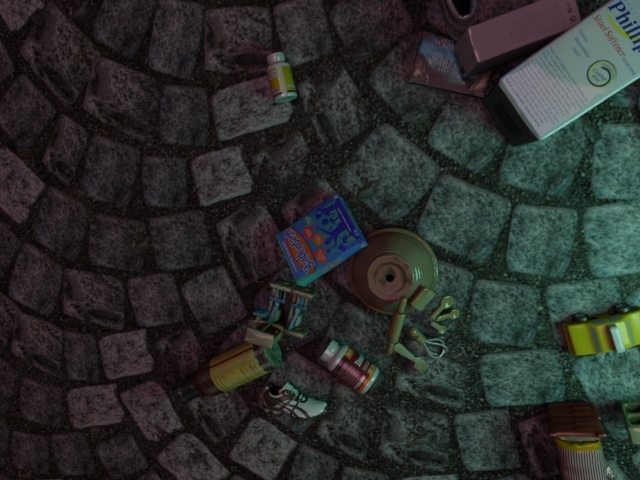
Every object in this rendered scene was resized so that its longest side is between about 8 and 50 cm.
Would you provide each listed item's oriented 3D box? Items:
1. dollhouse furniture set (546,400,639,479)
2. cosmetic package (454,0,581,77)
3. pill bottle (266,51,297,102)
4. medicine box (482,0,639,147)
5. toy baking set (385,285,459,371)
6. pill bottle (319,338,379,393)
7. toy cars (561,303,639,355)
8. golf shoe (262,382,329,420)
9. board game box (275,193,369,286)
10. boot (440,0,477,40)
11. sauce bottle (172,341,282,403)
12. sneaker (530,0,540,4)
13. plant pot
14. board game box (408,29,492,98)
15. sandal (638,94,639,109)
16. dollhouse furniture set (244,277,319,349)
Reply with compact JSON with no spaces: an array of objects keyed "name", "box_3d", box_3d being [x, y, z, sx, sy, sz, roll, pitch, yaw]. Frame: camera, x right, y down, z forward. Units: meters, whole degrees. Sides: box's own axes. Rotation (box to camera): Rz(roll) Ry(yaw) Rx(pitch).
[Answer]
[{"name":"dollhouse furniture set","box_3d":[0.733,0.488,1.032,0.374,0.152,0.201,-13,94,26]},{"name":"cosmetic package","box_3d":[0.430,-0.454,1.006,0.231,0.117,0.085,-19,92,2]},{"name":"pill bottle","box_3d":[-0.105,-0.426,1.185,0.065,0.065,0.116,-12,95,15]},{"name":"medicine box","box_3d":[0.518,-0.340,0.944,0.289,0.263,0.149,-35,89,15]},{"name":"toy baking set","box_3d":[0.258,0.236,1.156,0.197,0.030,0.256,8,110,-21]},{"name":"pill bottle","box_3d":[0.076,0.341,1.236,0.152,0.086,0.086,35,104,6]},{"name":"toy cars","box_3d":[0.780,0.266,1.057,0.394,0.087,0.176,25,103,9]},{"name":"golf shoe","box_3d":[-0.074,0.456,1.294,0.198,0.077,0.093,-2,97,13]},{"name":"board game box","box_3d":[0.000,0.000,1.198,0.210,0.047,0.160,-35,64,15]},{"name":"boot","box_3d":[0.309,-0.598,1.022,0.095,0.123,0.258,-12,87,11]},{"name":"sauce bottle","box_3d":[-0.277,0.380,1.316,0.344,0.111,0.111,-27,91,17]},{"name":"sneaker","box_3d":[0.587,-0.626,0.975,0.161,0.102,0.282,29,103,5]},{"name":"plant pot","box_3d":[0.182,0.087,1.165,0.237,0.110,0.237,2,99,14]},{"name":"board game box","box_3d":[0.322,-0.428,1.102,0.186,0.026,0.126,16,101,11]},{"name":"sandal","box_3d":[0.835,-0.175,0.975,0.169,0.102,0.416,-36,89,16]},{"name":"dollhouse furniture set","box_3d":[-0.097,0.197,1.207,0.129,0.184,0.129,15,101,11]}]
